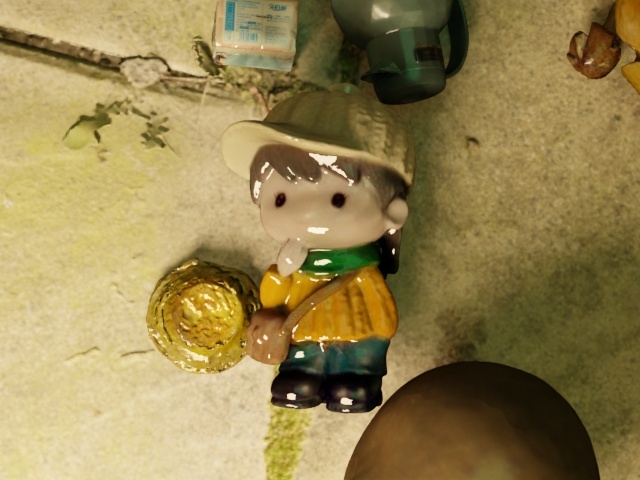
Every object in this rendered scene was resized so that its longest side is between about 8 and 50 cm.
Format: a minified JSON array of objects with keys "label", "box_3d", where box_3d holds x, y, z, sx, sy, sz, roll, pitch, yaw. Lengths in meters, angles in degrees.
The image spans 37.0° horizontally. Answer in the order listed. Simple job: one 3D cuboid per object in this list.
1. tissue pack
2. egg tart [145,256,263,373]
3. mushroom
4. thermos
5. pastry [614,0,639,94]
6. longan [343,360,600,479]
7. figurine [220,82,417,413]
[{"label":"tissue pack","box_3d":[-0.074,-0.236,1.077,0.094,0.059,0.074,5,79,-8]},{"label":"egg tart","box_3d":[-0.124,0.079,1.024,0.130,0.052,0.130,1,82,-5]},{"label":"mushroom","box_3d":[0.352,-0.274,1.149,0.061,0.060,0.187,27,71,8]},{"label":"thermos","box_3d":[0.086,-0.296,1.077,0.182,0.145,0.286,-6,83,-43]},{"label":"pastry","box_3d":[0.494,-0.253,1.095,0.356,0.164,0.356,4,80,-23]},{"label":"longan","box_3d":[0.143,0.243,0.936,0.258,0.258,0.258,1,81,-8]},{"label":"figurine","box_3d":[0.011,0.005,1.006,0.185,0.204,0.332,-2,102,22]}]
